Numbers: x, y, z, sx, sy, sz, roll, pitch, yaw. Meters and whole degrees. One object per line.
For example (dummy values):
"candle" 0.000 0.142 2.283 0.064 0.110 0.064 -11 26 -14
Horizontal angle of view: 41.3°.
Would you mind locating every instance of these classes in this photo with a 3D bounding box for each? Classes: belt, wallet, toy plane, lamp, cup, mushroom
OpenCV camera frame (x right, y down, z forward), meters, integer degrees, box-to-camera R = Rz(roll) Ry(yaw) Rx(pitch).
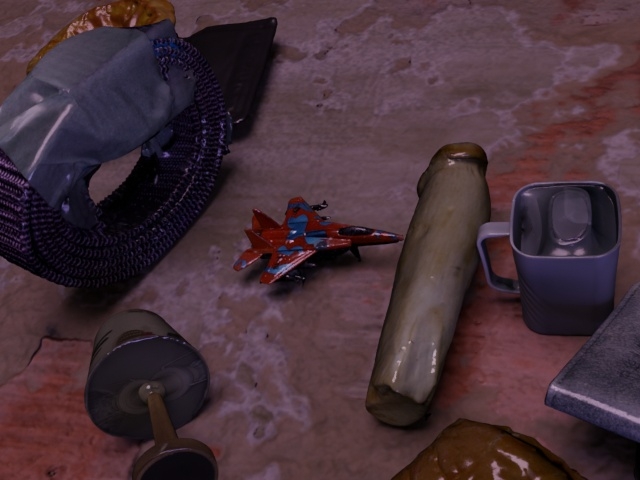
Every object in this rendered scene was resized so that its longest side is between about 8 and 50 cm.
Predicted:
"belt" -0.238 -0.093 0.956 0.122 0.260 0.325 20 50 31
"wallet" 0.303 0.107 0.701 0.167 0.036 0.222 21 32 32
"toy plane" 0.000 0.002 0.934 0.189 0.061 0.130 5 49 16
"lamp" -0.158 0.151 0.796 0.121 0.121 0.214 -25 34 -7
"cup" 0.215 0.018 0.800 0.128 0.129 0.095 -1 47 16
"mushroom" 0.114 0.032 0.837 0.081 0.100 0.312 17 55 4
"wallet" -0.226 -0.233 1.239 0.323 0.041 0.247 -3 46 20

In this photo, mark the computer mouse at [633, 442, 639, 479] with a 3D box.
"computer mouse" 0.290 0.196 0.642 0.106 0.062 0.192 8 34 3

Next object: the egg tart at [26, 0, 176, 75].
"egg tart" -0.299 -0.252 1.193 0.241 0.106 0.241 -16 41 14

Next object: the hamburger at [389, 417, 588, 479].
"hamburger" 0.116 0.229 0.637 0.206 0.130 0.183 -40 46 -17
